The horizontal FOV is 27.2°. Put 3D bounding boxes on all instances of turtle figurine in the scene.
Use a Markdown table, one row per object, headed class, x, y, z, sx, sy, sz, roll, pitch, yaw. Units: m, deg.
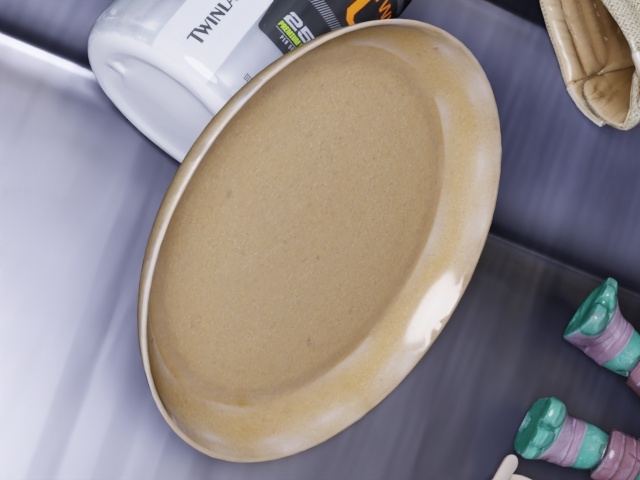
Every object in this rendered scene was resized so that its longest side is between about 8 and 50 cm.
| class | x | y | z | sx | sy | sz | roll | pitch | yaw |
| --- | --- | --- | --- | --- | --- | --- | --- | --- | --- |
| turtle figurine | 0.235 | 0.128 | 0.747 | 0.234 | 0.118 | 0.175 | 28 | 51 | 1 |

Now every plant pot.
| class | x | y | z | sx | sy | sz | roll | pitch | yaw |
| --- | --- | --- | --- | --- | --- | --- | --- | --- | --- |
| plant pot | 0.000 | 0.000 | 0.656 | 0.236 | 0.032 | 0.236 | -26 | 131 | -35 |

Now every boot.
| class | x | y | z | sx | sy | sz | roll | pitch | yaw |
| --- | --- | --- | --- | --- | --- | --- | --- | --- | --- |
| boot | 0.260 | -0.100 | 0.802 | 0.203 | 0.095 | 0.262 | -29 | 92 | -23 |

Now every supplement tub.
| class | x | y | z | sx | sy | sz | roll | pitch | yaw |
| --- | --- | --- | --- | --- | --- | --- | --- | --- | --- |
| supplement tub | -0.020 | -0.132 | 0.683 | 0.117 | 0.117 | 0.190 | 41 | 70 | -11 |

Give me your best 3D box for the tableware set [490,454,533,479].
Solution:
| class | x | y | z | sx | sy | sz | roll | pitch | yaw |
| --- | --- | --- | --- | --- | --- | --- | --- | --- | --- |
| tableware set | 0.107 | 0.215 | 0.735 | 0.169 | 0.020 | 0.141 | 44 | 69 | -10 |
